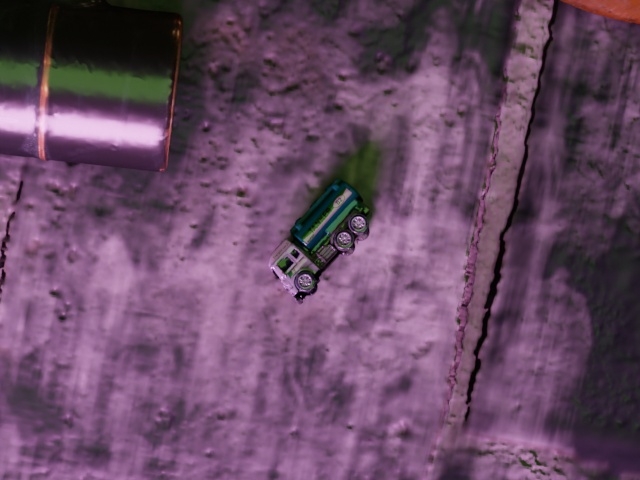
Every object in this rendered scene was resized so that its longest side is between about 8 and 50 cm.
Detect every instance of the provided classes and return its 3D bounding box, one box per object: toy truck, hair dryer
[{"bbox_3d":[0.000,0.000,1.094,0.044,0.039,0.083,43,87,8],"label":"toy truck"},{"bbox_3d":[-0.175,-0.227,1.033,0.189,0.107,0.352,5,86,-6],"label":"hair dryer"}]

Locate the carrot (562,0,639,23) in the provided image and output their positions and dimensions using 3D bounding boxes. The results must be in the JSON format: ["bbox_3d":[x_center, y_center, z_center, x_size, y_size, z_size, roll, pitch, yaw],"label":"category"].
[{"bbox_3d":[0.269,-0.169,1.109,0.248,0.059,0.059,9,94,-11],"label":"carrot"}]
